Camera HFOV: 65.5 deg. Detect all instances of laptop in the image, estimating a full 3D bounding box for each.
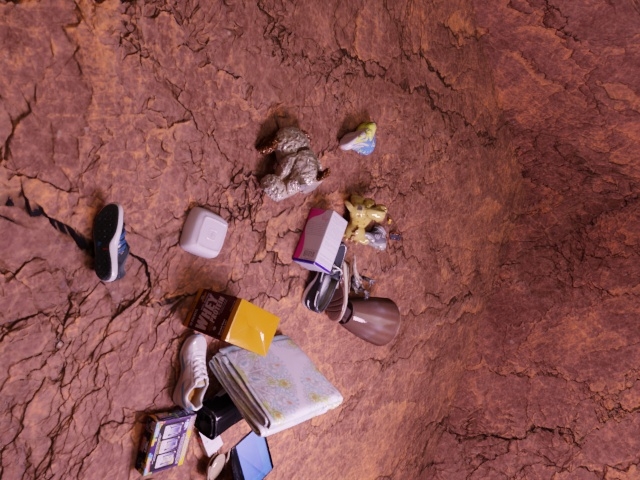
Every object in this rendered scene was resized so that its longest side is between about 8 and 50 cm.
[{"bbox_3d":[-0.227,0.828,1.745,0.137,0.264,0.234,-14,112,-11],"label":"laptop"}]

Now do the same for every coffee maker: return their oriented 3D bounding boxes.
[{"bbox_3d":[-0.293,0.533,1.569,0.178,0.171,0.120,-20,100,-54],"label":"coffee maker"}]

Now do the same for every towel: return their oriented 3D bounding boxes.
[{"bbox_3d":[-0.145,0.463,1.641,0.375,0.320,0.090,-1,129,-50],"label":"towel"}]

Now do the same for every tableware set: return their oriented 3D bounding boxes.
[{"bbox_3d":[-0.359,0.789,1.646,0.128,0.039,0.194,-16,118,-66],"label":"tableware set"}]

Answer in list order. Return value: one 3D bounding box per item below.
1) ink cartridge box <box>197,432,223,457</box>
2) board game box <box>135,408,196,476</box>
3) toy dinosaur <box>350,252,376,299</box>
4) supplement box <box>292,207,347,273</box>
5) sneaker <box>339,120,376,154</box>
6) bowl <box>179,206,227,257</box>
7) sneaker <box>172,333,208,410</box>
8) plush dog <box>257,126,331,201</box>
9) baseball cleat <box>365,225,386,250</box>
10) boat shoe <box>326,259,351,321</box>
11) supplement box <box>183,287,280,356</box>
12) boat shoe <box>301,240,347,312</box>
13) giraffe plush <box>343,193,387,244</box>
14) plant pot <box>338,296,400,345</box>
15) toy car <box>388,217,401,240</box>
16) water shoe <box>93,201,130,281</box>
[{"bbox_3d":[-0.364,0.643,1.626,0.063,0.029,0.115,-36,123,-41],"label":"ink cartridge box"},{"bbox_3d":[-0.455,0.589,1.469,0.141,0.048,0.170,10,99,-53],"label":"board game box"},{"bbox_3d":[0.168,0.171,2.075,0.064,0.118,0.268,-37,149,-23],"label":"toy dinosaur"},{"bbox_3d":[0.000,0.000,1.888,0.114,0.111,0.219,35,70,-49],"label":"supplement box"},{"bbox_3d":[0.167,-0.393,2.037,0.240,0.091,0.126,-42,128,-40],"label":"sneaker"},{"bbox_3d":[-0.342,-0.021,1.505,0.142,0.053,0.142,29,73,-50],"label":"bowl"},{"bbox_3d":[-0.378,0.398,1.510,0.087,0.092,0.228,9,89,-50],"label":"sneaker"},{"bbox_3d":[-0.085,-0.280,1.692,0.262,0.211,0.225,-23,88,-49],"label":"plush dog"},{"bbox_3d":[0.231,-0.025,2.220,0.206,0.072,0.109,32,58,-54],"label":"baseball cleat"},{"bbox_3d":[0.088,0.205,2.054,0.095,0.095,0.257,4,94,-57],"label":"boat shoe"},{"bbox_3d":[-0.271,0.250,1.531,0.191,0.194,0.129,38,67,-48],"label":"supplement box"},{"bbox_3d":[0.037,0.141,1.937,0.114,0.091,0.302,27,86,-43],"label":"boat shoe"},{"bbox_3d":[0.162,-0.074,2.055,0.210,0.182,0.170,-25,138,-58],"label":"giraffe plush"},{"bbox_3d":[0.185,0.329,2.132,0.231,0.215,0.215,19,81,-37],"label":"plant pot"},{"bbox_3d":[0.353,-0.056,2.365,0.040,0.060,0.121,-80,165,-59],"label":"toy car"},{"bbox_3d":[-0.532,0.003,1.277,0.080,0.073,0.203,4,94,-78],"label":"water shoe"}]
